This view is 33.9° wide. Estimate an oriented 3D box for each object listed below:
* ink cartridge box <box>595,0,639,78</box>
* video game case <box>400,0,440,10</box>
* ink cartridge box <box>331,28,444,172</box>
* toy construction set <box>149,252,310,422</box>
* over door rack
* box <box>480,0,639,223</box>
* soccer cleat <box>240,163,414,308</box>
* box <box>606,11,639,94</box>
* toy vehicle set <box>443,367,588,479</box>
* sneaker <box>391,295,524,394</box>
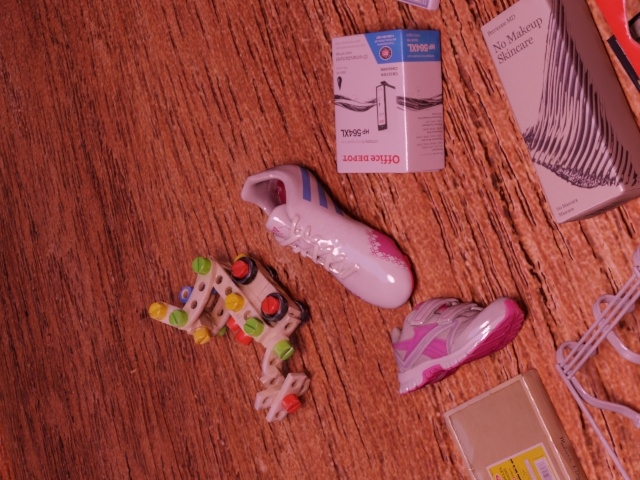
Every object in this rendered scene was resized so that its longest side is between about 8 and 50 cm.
[{"bbox_3d":[0.389,-0.263,1.080,0.239,0.060,0.275,-34,81,44],"label":"ink cartridge box"},{"bbox_3d":[0.118,-0.451,1.510,0.183,0.023,0.201,29,117,41],"label":"video game case"},{"bbox_3d":[0.098,-0.199,1.530,0.148,0.086,0.203,4,99,47],"label":"ink cartridge box"},{"bbox_3d":[-0.136,0.150,1.796,0.327,0.151,0.215,43,102,24],"label":"toy construction set"},{"bbox_3d":[0.402,0.198,1.201,0.239,0.108,0.324,111,152,-49],"label":"over door rack"},{"bbox_3d":[0.308,-0.168,1.303,0.113,0.094,0.275,-32,74,45],"label":"box"},{"bbox_3d":[0.000,0.000,1.628,0.331,0.143,0.116,44,126,33],"label":"soccer cleat"},{"bbox_3d":[0.435,-0.197,1.172,0.147,0.077,0.180,-43,66,42],"label":"box"},{"bbox_3d":[0.288,0.332,1.456,0.166,0.035,0.267,-37,70,44],"label":"toy vehicle set"},{"bbox_3d":[0.178,0.129,1.490,0.252,0.103,0.111,-37,72,43],"label":"sneaker"}]
